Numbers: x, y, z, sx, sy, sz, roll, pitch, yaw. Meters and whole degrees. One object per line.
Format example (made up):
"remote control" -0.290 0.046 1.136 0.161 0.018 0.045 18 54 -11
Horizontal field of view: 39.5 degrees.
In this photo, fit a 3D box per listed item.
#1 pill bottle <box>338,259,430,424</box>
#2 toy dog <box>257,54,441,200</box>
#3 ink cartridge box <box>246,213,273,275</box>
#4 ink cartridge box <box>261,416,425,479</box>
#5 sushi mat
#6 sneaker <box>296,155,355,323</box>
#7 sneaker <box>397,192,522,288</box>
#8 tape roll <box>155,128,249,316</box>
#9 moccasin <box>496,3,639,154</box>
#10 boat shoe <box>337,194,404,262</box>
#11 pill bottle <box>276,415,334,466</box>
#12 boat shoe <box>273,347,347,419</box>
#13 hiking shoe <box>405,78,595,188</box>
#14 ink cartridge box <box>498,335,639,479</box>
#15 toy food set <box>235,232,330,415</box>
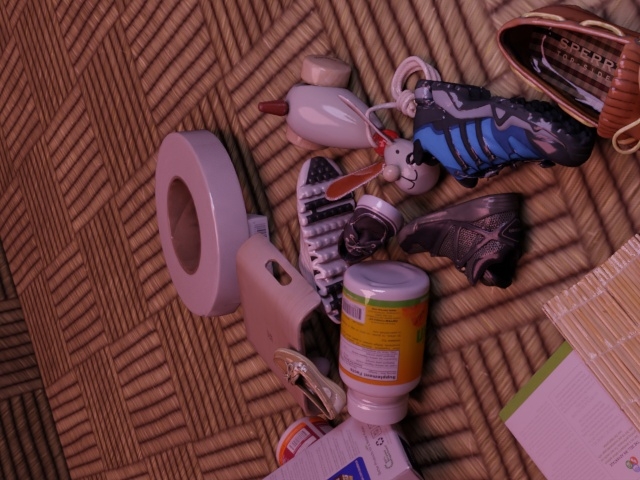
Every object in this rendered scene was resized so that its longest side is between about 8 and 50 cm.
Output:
"pill bottle" 0.099 0.166 1.435 0.136 0.136 0.245 26 121 47
"toy dog" 0.027 -0.178 1.407 0.334 0.161 0.220 16 113 50
"ink cartridge box" -0.164 0.035 1.836 0.225 0.056 0.180 -167 69 -64
"ink cartridge box" -0.010 0.433 1.490 0.069 0.371 0.175 50 -171 -32
"sushi mat" 0.412 0.153 1.037 0.151 0.019 0.316 -36 63 4
"sneaker" 0.000 0.000 1.555 0.118 0.110 0.292 3 103 62
"sneaker" 0.201 0.016 1.294 0.228 0.087 0.130 -17 80 49
"tape roll" -0.252 -0.035 1.849 0.392 0.072 0.391 30 125 58
"moccasin" 0.353 -0.166 0.983 0.380 0.147 0.139 46 134 35
"boat shoe" 0.067 -0.009 1.404 0.080 0.076 0.228 32 166 -5
"pill bottle" 0.026 0.427 1.625 0.221 0.121 0.121 36 127 43
"boat shoe" -0.024 0.241 1.510 0.153 0.048 0.056 39 144 10
"hiking shoe" 0.235 -0.127 1.181 0.304 0.113 0.132 30 117 53
"ink cartridge box" 0.375 0.262 1.130 0.255 0.097 0.188 54 138 26
"toy food set" -0.055 0.156 1.642 0.220 0.092 0.306 45 151 40
